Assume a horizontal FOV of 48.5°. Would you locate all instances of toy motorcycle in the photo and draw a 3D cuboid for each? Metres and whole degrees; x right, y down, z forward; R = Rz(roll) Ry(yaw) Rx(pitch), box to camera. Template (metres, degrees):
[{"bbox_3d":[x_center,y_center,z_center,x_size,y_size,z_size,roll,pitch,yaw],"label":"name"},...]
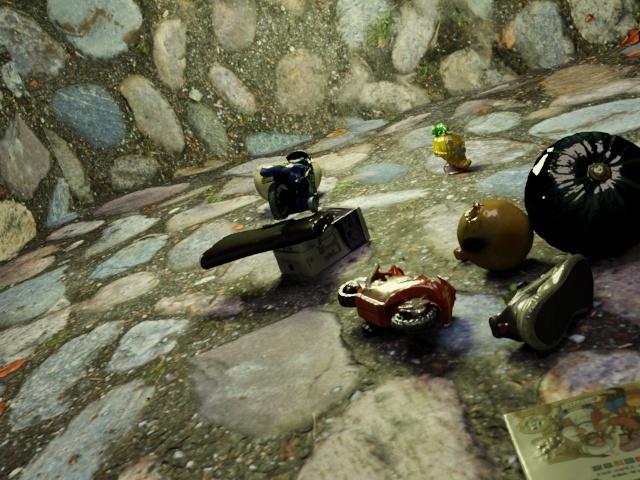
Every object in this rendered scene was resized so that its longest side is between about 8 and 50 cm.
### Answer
[{"bbox_3d":[-0.071,-0.143,1.784,0.113,0.168,0.315,-9,3,20],"label":"toy motorcycle"},{"bbox_3d":[0.151,0.112,1.339,0.171,0.089,0.298,-24,18,-19],"label":"toy motorcycle"}]

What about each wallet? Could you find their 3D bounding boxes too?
[{"bbox_3d":[-0.129,-0.009,1.740,0.318,0.045,0.172,-14,16,22],"label":"wallet"}]

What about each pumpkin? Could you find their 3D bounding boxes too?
[{"bbox_3d":[0.515,-0.072,1.362,0.248,0.248,0.248,-17,18,6],"label":"pumpkin"}]

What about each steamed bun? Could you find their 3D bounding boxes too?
[{"bbox_3d":[-0.107,-0.190,2.396,0.232,0.145,0.232,-6,11,1],"label":"steamed bun"}]

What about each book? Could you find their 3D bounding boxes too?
[{"bbox_3d":[0.338,0.258,0.821,0.202,0.027,0.264,-16,18,8],"label":"book"}]

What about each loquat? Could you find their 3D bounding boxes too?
[{"bbox_3d":[0.348,-0.010,1.415,0.163,0.163,0.137,-8,42,32],"label":"loquat"}]

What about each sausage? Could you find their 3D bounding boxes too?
[{"bbox_3d":[0.350,0.004,1.550,0.147,0.030,0.035,-28,23,-24],"label":"sausage"}]

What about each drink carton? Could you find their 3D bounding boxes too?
[{"bbox_3d":[-0.001,0.000,1.811,0.222,0.101,0.134,-33,25,-33],"label":"drink carton"}]

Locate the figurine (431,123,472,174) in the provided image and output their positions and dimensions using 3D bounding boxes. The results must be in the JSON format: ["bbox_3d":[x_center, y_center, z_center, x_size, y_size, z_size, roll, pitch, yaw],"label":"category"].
[{"bbox_3d":[0.396,-0.278,2.126,0.095,0.156,0.115,-29,18,-29],"label":"figurine"}]

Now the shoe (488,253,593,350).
[{"bbox_3d":[0.365,0.097,1.170,0.112,0.099,0.227,-11,19,47],"label":"shoe"}]
